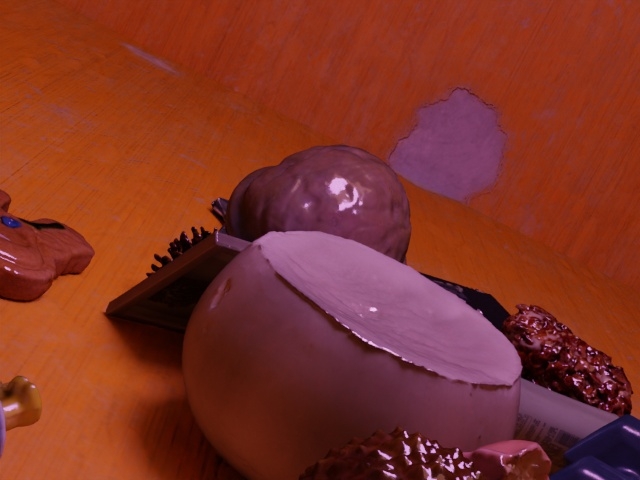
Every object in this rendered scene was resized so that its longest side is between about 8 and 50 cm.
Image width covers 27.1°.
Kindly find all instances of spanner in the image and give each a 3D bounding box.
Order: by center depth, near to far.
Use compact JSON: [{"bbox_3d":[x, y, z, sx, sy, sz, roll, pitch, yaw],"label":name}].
[{"bbox_3d":[-0.135,-0.013,1.932,0.093,0.026,0.325,26,14,-1],"label":"spanner"}]

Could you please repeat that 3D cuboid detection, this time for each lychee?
[{"bbox_3d":[0.054,0.236,0.953,0.200,0.200,0.238,21,-8,-26],"label":"lychee"}]

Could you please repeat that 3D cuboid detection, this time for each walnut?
[{"bbox_3d":[0.002,0.001,1.650,0.248,0.248,0.248,26,13,-6],"label":"walnut"}]

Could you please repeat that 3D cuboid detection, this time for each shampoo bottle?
[{"bbox_3d":[0.240,0.218,1.582,0.234,0.118,0.087,23,43,-16],"label":"shampoo bottle"}]

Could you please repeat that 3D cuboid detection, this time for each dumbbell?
[{"bbox_3d":[0.303,0.283,1.386,0.144,0.160,0.325,-2,1,23],"label":"dumbbell"}]

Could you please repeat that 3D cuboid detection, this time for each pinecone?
[{"bbox_3d":[-0.142,0.038,1.526,0.102,0.109,0.102,42,-6,5],"label":"pinecone"}]

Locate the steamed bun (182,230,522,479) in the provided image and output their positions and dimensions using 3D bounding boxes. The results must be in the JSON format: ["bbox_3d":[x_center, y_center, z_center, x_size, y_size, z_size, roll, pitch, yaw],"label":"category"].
[{"bbox_3d":[0.023,0.140,1.232,0.324,0.206,0.324,25,17,-8],"label":"steamed bun"}]

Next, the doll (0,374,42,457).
[{"bbox_3d":[-0.300,0.126,0.889,0.135,0.098,0.241,42,17,32],"label":"doll"}]

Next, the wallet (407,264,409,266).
[{"bbox_3d":[0.142,0.113,1.923,0.228,0.062,0.406,17,17,-41],"label":"wallet"}]

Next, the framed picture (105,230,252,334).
[{"bbox_3d":[-0.054,0.072,1.437,0.289,0.213,0.016,18,57,-35],"label":"framed picture"}]

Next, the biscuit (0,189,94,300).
[{"bbox_3d":[-0.363,-0.007,1.396,0.202,0.047,0.334,29,13,5],"label":"biscuit"}]

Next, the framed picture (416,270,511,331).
[{"bbox_3d":[0.236,0.142,1.836,0.255,0.014,0.338,17,22,-37],"label":"framed picture"}]

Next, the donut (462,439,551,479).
[{"bbox_3d":[0.175,0.270,1.059,0.085,0.199,0.233,-26,72,-31],"label":"donut"}]

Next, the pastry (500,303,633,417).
[{"bbox_3d":[0.315,0.169,1.707,0.208,0.097,0.115,40,30,25],"label":"pastry"}]
